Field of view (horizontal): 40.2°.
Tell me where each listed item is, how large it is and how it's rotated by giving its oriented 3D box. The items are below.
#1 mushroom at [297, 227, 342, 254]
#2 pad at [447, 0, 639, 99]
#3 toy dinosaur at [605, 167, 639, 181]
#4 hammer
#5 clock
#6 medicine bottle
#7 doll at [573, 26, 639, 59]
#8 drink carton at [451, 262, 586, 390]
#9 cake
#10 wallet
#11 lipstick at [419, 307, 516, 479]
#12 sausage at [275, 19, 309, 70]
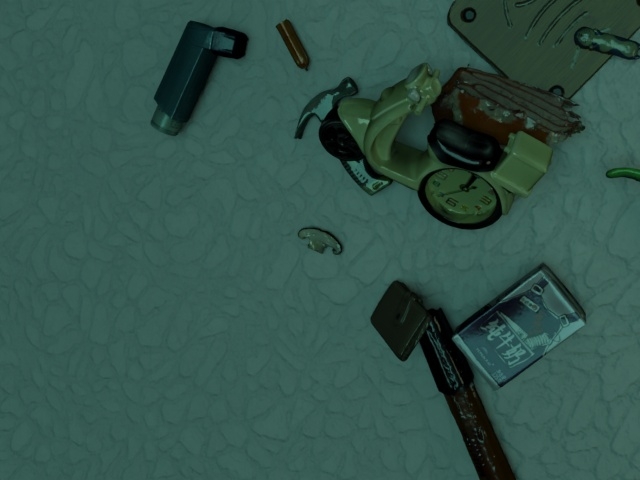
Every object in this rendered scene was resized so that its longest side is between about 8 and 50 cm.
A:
[{"bbox_3d":[0.000,0.000,1.787,0.101,0.019,0.049,26,104,13],"label":"mushroom"},{"bbox_3d":[0.418,-0.421,1.602,0.284,0.018,0.286,45,106,6],"label":"pad"},{"bbox_3d":[0.682,0.115,1.575,0.500,0.144,0.375,27,117,14],"label":"toy dinosaur"},{"bbox_3d":[0.053,-0.189,1.730,0.158,0.041,0.226,-34,88,18],"label":"hammer"},{"bbox_3d":[0.201,-0.174,1.584,0.379,0.120,0.276,29,141,-6],"label":"clock"},{"bbox_3d":[-0.255,-0.330,1.777,0.124,0.079,0.258,33,106,8],"label":"medicine bottle"},{"bbox_3d":[0.514,-0.351,1.561,0.125,0.027,0.037,18,96,12],"label":"doll"},{"bbox_3d":[0.378,0.162,1.663,0.222,0.102,0.134,-40,84,16],"label":"drink carton"},{"bbox_3d":[0.335,-0.240,1.588,0.287,0.098,0.135,7,133,18],"label":"cake"},{"bbox_3d":[0.154,0.152,1.707,0.038,0.153,0.118,24,103,-27],"label":"wallet"},{"bbox_3d":[0.289,0.330,1.726,0.077,0.077,0.418,-23,92,18],"label":"lipstick"},{"bbox_3d":[-0.050,-0.384,1.735,0.031,0.031,0.107,-29,91,18],"label":"sausage"}]
